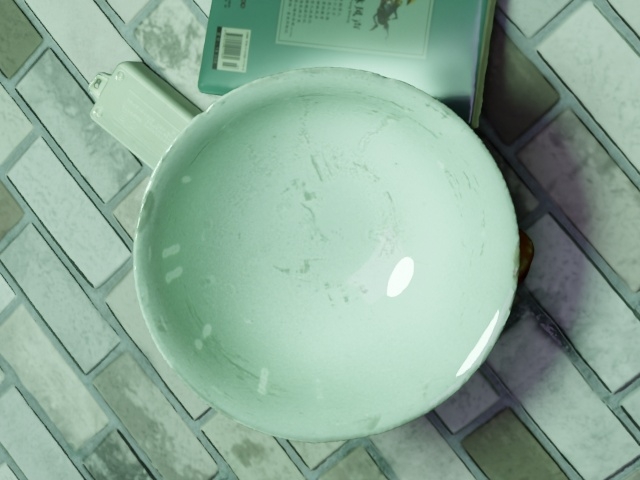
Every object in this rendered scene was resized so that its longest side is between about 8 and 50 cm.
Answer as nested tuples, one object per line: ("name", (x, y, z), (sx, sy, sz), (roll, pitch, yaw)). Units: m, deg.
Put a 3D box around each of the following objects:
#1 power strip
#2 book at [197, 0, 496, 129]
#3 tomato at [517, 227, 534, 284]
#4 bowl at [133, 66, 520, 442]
("power strip", (-0.172, -0.116, 1.677), (0.338, 0.058, 0.098), (40, 110, 13))
("book", (0.033, -0.289, 1.556), (0.379, 0.031, 0.264), (11, 95, 22))
("tomato", (0.219, 0.020, 1.520), (0.075, 0.087, 0.087), (29, 113, -21))
("bowl", (0.000, 0.000, 1.478), (0.434, 0.196, 0.435), (-2, 105, -6))
